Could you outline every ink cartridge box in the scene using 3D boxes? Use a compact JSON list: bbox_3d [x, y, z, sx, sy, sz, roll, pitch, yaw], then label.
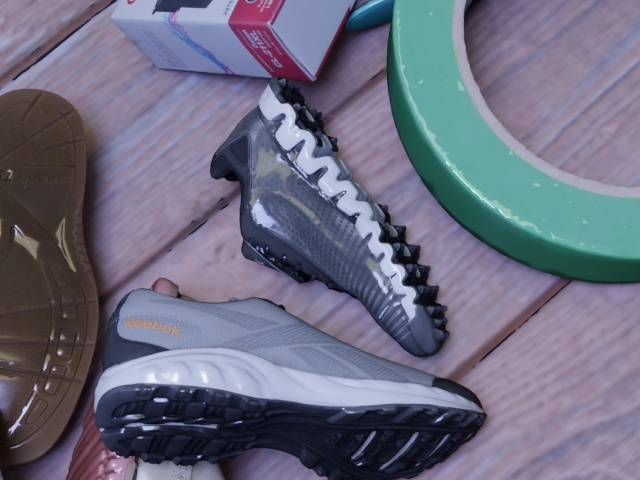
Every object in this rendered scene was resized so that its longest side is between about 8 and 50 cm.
[{"bbox_3d":[-0.062,-0.200,0.908,0.175,0.072,0.127,11,68,38],"label":"ink cartridge box"}]

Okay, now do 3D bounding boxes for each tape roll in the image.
[{"bbox_3d":[0.209,-0.133,0.828,0.321,0.077,0.321,0,74,0],"label":"tape roll"}]

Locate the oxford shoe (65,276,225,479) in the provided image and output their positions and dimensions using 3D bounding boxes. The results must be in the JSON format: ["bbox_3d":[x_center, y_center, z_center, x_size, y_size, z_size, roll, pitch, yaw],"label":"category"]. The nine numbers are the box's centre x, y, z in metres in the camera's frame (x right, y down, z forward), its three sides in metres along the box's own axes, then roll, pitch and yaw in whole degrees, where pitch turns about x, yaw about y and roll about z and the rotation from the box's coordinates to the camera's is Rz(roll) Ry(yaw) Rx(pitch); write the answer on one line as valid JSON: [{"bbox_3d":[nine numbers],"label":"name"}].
[{"bbox_3d":[-0.096,0.216,0.763,0.147,0.140,0.397,13,61,-18],"label":"oxford shoe"}]

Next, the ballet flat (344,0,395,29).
[{"bbox_3d":[0.101,-0.229,0.926,0.203,0.074,0.074,-19,65,-5],"label":"ballet flat"}]

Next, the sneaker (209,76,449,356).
[{"bbox_3d":[0.000,0.000,0.848,0.106,0.078,0.234,-38,76,14],"label":"sneaker"}]

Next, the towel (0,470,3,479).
[{"bbox_3d":[-0.340,0.153,0.803,0.282,0.049,0.187,-31,63,21],"label":"towel"}]

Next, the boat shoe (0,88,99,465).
[{"bbox_3d":[-0.221,0.030,0.875,0.105,0.089,0.285,8,69,-15],"label":"boat shoe"}]

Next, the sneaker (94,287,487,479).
[{"bbox_3d":[-0.010,0.088,0.743,0.272,0.100,0.108,15,43,-25],"label":"sneaker"}]
